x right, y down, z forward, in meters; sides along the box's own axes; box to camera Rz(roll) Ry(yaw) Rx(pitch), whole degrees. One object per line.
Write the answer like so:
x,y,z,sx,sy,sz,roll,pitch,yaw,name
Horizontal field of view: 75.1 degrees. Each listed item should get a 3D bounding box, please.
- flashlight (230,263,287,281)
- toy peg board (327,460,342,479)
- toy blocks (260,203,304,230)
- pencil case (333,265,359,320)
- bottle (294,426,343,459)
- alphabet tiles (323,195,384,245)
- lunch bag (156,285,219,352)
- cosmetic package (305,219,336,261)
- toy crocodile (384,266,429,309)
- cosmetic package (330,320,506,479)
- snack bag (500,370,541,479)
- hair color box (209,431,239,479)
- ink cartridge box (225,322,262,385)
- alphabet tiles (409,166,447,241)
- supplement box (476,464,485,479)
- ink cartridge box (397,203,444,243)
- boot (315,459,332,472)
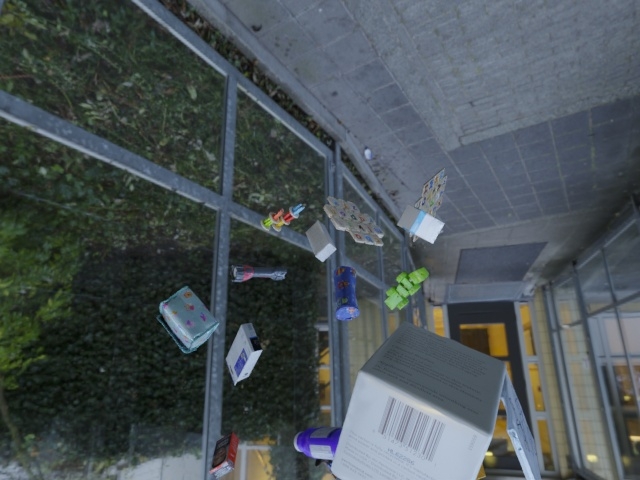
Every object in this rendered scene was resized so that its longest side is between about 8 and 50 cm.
-0.350,0.186,2.344,0.304,0.103,0.103,5,-157,-35,flashlight
0.086,0.848,1.493,0.079,0.160,0.161,-27,161,-32,toy peg board
-0.143,-0.097,1.616,0.148,0.054,0.123,-34,162,26,toy blocks
0.132,0.269,2.139,0.119,0.306,0.133,-14,129,12,pencil case
0.013,0.681,1.404,0.118,0.092,0.283,-1,161,-40,bottle
0.141,-0.079,1.740,0.284,0.278,0.021,9,127,-42,alphabet tiles
-0.571,0.348,1.774,0.160,0.223,0.262,-37,173,-36,lunch bag
0.000,0.000,2.100,0.099,0.239,0.060,-42,123,12,cosmetic package
0.428,0.246,2.113,0.105,0.115,0.340,-27,155,-37,toy crocodile
0.284,0.481,1.152,0.329,0.327,0.394,20,-162,25,cosmetic package
0.602,0.594,1.254,0.037,0.323,0.342,-19,-171,23,snack bag
-0.324,0.726,1.412,0.072,0.043,0.141,-34,-166,4,hair color box
-0.396,0.584,2.127,0.065,0.165,0.332,-4,139,-36,ink cartridge box
0.487,-0.161,1.870,0.011,0.342,0.285,23,130,28,alphabet tiles
0.535,0.926,1.743,0.191,0.129,0.194,-5,164,-21,supplement box
0.380,-0.057,1.554,0.143,0.090,0.092,25,-173,-26,ink cartridge box
0.027,1.079,1.995,0.037,0.114,0.106,-22,-169,33,boot
